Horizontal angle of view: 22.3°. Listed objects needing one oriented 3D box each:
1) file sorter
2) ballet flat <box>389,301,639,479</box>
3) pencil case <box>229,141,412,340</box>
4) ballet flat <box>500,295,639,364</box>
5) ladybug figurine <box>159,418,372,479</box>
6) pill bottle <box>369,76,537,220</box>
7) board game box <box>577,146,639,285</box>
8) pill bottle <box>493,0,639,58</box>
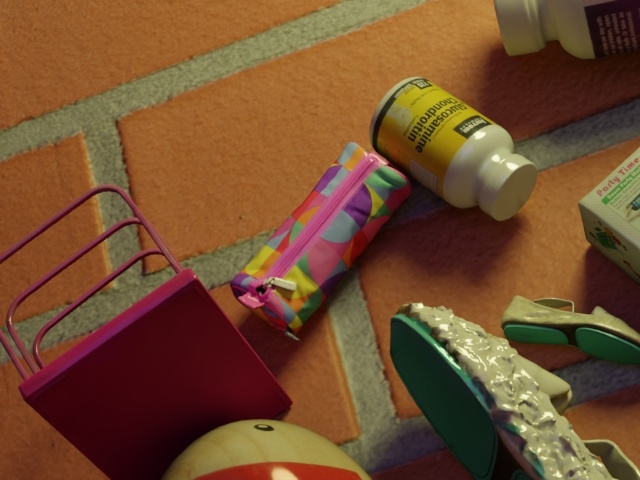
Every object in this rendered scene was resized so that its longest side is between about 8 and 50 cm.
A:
[{"bbox_3d":[-0.199,0.108,1.718,0.202,0.291,0.182,-35,54,-3],"label":"file sorter"},{"bbox_3d":[0.223,0.214,1.631,0.147,0.147,0.409,-35,60,-2],"label":"ballet flat"},{"bbox_3d":[0.000,0.000,1.821,0.104,0.104,0.236,31,75,30],"label":"pencil case"},{"bbox_3d":[0.272,0.087,1.709,0.168,0.057,0.052,11,57,23],"label":"ballet flat"},{"bbox_3d":[-0.057,0.372,1.591,0.305,0.162,0.449,-22,59,11],"label":"ladybug figurine"},{"bbox_3d":[0.150,-0.100,1.822,0.184,0.103,0.103,36,78,31],"label":"pill bottle"},{"bbox_3d":[0.453,-0.005,1.674,0.224,0.097,0.303,-42,59,-8],"label":"board game box"},{"bbox_3d":[0.347,-0.298,1.827,0.301,0.169,0.169,-11,60,12],"label":"pill bottle"}]
